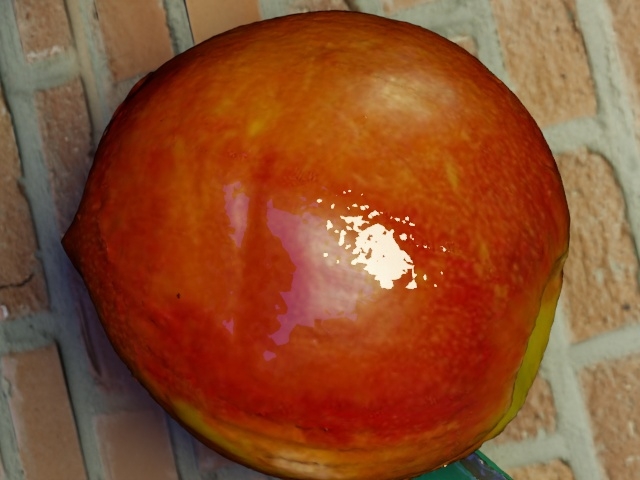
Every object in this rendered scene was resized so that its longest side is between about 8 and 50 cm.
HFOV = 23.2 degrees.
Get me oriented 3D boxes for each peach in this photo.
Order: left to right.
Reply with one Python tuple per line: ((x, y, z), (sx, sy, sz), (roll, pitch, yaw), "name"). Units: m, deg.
((-0.001, 0.001, 1.153), (0.373, 0.290, 0.372), (1, 94, 15), "peach")

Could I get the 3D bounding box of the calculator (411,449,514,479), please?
((0.087, 0.293, 1.268), (0.248, 0.058, 0.274), (40, 109, 17), "calculator")
